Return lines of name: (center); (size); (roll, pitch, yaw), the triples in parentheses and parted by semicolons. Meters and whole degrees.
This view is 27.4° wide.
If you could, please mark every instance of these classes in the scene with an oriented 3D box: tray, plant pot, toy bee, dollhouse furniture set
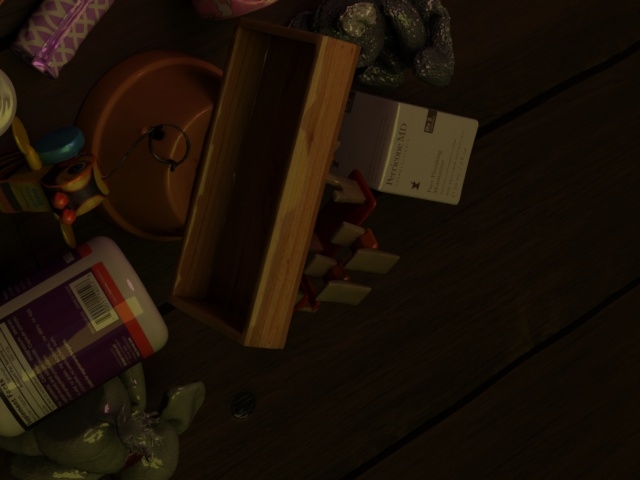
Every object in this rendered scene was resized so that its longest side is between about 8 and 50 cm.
tray: (-0.080, -0.081, 1.768); (0.076, 0.203, 0.411); (8, 99, -39)
plant pot: (-0.190, -0.123, 1.935); (0.291, 0.203, 0.291); (-13, 112, -34)
toy bee: (-0.350, -0.086, 1.755); (0.195, 0.298, 0.162); (50, 35, -18)
dollhouse furniture set: (0.000, 0.000, 2.104); (0.135, 0.262, 0.259); (11, 131, -40)

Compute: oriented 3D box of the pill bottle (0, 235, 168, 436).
pill bottle: (-0.381, 0.143, 1.780); (0.323, 0.181, 0.181); (-31, 122, -9)

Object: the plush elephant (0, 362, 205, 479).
plush elephant: (-0.314, 0.280, 1.948); (0.272, 0.330, 0.255); (-56, 147, -18)

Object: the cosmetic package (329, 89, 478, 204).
cosmetic package: (0.136, -0.156, 2.199); (0.183, 0.151, 0.151); (7, 99, -38)

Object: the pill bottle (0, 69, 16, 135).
pill bottle: (-0.479, -0.192, 1.710); (0.108, 0.180, 0.108); (-12, 111, -33)

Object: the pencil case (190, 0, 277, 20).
pencil case: (-0.169, -0.503, 1.862); (0.386, 0.167, 0.160); (67, 31, -31)

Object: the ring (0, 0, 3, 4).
ring: (-0.535, -0.418, 1.693); (0.336, 0.032, 0.336); (-11, 110, -34)

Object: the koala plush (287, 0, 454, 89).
koala plush: (0.072, -0.340, 2.084); (0.221, 0.196, 0.203); (-7, 97, -35)

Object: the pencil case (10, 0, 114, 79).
pencil case: (-0.344, -0.322, 1.830); (0.086, 0.088, 0.206); (39, 81, -36)
